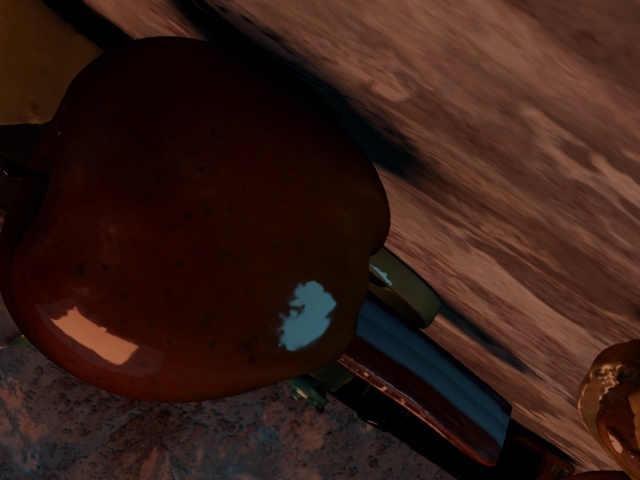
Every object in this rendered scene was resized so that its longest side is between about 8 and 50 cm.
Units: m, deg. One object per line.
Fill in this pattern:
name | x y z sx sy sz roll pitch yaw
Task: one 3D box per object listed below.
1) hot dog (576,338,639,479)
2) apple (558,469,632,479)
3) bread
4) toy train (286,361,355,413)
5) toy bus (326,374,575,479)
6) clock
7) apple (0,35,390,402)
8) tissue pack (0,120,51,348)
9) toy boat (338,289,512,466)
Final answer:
hot dog | 0.276 0.177 1.040 0.337 0.100 0.135 38 173 -22
apple | 0.301 0.299 1.590 0.251 0.163 0.293 30 -166 -48
bread | -0.239 -0.147 1.424 0.178 0.142 0.266 53 167 -16
toy train | -0.057 0.085 2.211 0.194 0.120 0.298 41 178 32
toy bus | 0.146 0.221 2.218 0.092 0.093 0.409 30 180 -37
clock | 0.000 0.000 1.566 0.235 0.029 0.235 35 174 4
apple | -0.074 -0.007 1.064 0.234 0.234 0.234 35 174 4
tissue pack | -0.255 -0.042 1.648 0.288 0.124 0.394 36 -163 15
toy boat | 0.000 0.062 1.556 0.392 0.079 0.136 37 174 -18
